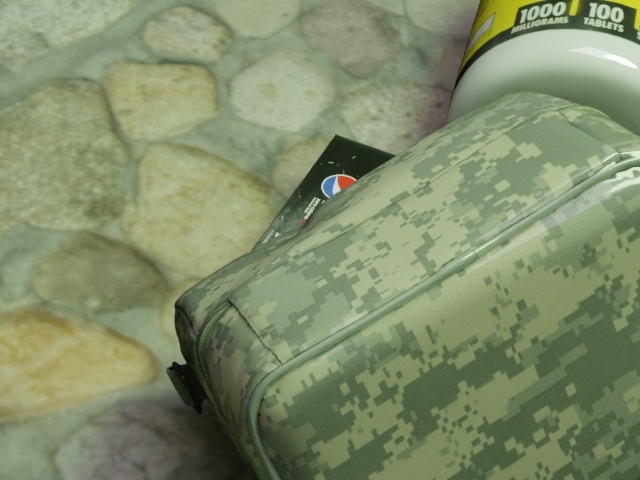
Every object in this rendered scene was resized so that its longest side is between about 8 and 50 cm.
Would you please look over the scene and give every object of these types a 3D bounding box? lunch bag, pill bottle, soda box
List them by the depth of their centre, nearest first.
[{"bbox_3d":[0.072,0.048,1.145,0.305,0.212,0.256,-31,28,-8],"label":"lunch bag"},{"bbox_3d":[0.000,0.000,1.339,0.060,0.053,0.169,21,46,14],"label":"soda box"},{"bbox_3d":[0.211,-0.162,1.434,0.188,0.188,0.334,12,44,6],"label":"pill bottle"}]
